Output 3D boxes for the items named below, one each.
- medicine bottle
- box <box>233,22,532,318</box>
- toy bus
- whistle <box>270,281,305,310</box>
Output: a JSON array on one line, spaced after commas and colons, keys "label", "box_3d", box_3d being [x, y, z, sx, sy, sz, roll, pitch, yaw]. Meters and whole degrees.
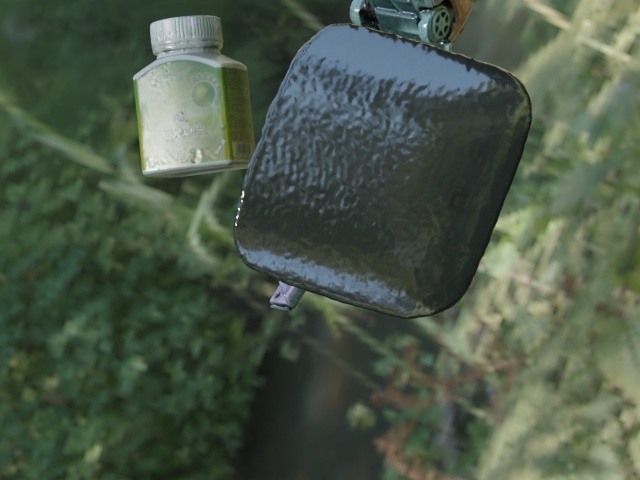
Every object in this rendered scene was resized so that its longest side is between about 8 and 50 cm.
[{"label": "medicine bottle", "box_3d": [-0.157, -0.177, 2.220, 0.132, 0.088, 0.188, -7, 88, 23]}, {"label": "box", "box_3d": [0.047, -0.052, 1.400, 0.042, 0.201, 0.212, -19, -53, -79]}, {"label": "toy bus", "box_3d": [0.081, -0.308, 1.858, 0.121, 0.265, 0.120, 15, 58, 34]}, {"label": "whistle", "box_3d": [0.000, 0.000, 1.885, 0.176, 0.033, 0.033, -58, 15, -21]}]
